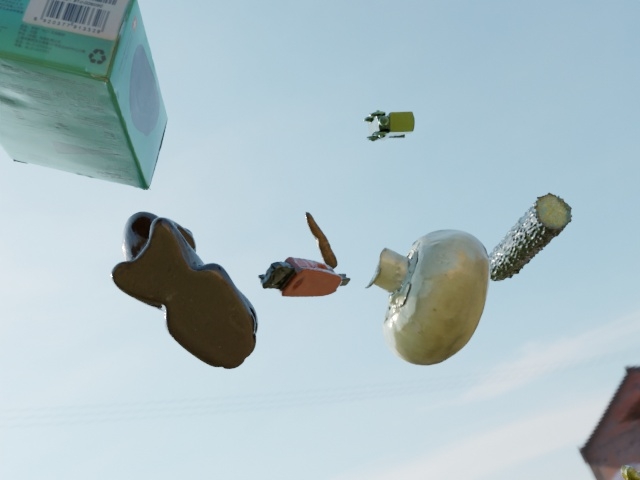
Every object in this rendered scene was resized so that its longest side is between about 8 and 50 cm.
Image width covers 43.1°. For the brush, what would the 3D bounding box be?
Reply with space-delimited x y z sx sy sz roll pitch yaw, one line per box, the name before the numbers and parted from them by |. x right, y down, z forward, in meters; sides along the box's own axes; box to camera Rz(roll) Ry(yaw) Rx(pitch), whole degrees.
brush | -0.015 0.073 1.531 0.070 0.051 0.323 -58 -24 13

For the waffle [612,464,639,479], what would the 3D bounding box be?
waffle | 0.557 0.499 1.424 0.219 0.229 0.057 -44 24 -20

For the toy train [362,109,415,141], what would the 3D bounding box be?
toy train | 0.121 -0.207 1.457 0.081 0.050 0.122 -4 0 -5

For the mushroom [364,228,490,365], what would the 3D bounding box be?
mushroom | 0.179 0.084 1.375 0.202 0.246 0.246 27 -41 -6

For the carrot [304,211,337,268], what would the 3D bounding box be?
carrot | 0.001 -0.001 2.039 0.035 0.165 0.036 -24 10 5

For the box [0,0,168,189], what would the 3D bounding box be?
box | -0.308 -0.187 0.979 0.205 0.118 0.311 14 -19 2

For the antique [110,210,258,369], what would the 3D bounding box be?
antique | -0.190 0.066 1.159 0.121 0.257 0.143 -47 2 0

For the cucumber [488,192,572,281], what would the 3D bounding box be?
cucumber | 0.481 0.013 1.935 0.096 0.096 0.359 -13 -23 -17
